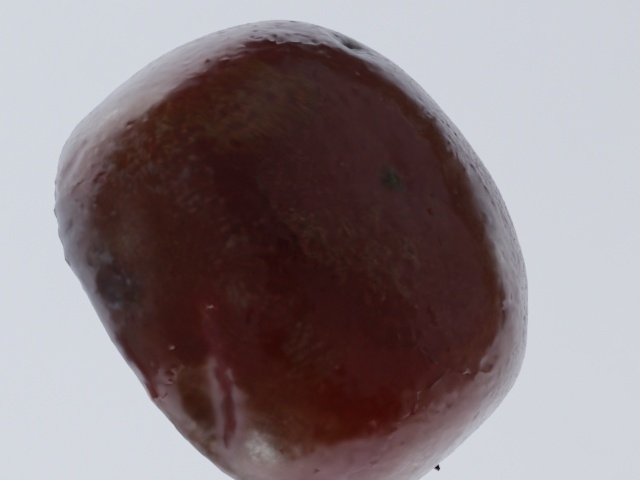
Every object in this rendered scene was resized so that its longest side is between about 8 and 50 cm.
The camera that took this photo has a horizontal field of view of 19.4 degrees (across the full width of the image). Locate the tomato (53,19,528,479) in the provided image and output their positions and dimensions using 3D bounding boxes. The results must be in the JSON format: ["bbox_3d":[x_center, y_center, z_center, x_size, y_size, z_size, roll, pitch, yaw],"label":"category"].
[{"bbox_3d":[0.009,-0.008,1.154,0.338,0.143,0.338,22,-132,-27],"label":"tomato"}]
